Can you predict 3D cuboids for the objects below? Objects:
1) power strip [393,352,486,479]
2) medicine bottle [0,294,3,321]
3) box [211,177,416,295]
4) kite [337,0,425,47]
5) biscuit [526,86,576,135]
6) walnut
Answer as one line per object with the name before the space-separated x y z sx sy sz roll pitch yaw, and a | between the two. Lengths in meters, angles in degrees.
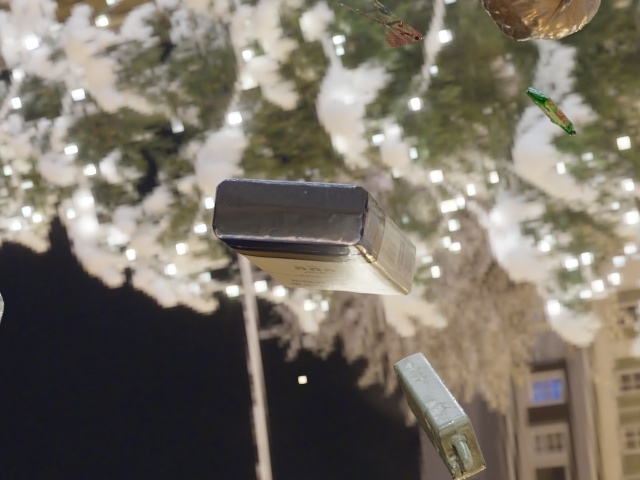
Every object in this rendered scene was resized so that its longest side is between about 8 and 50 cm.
power strip | 0.171 0.255 1.873 0.288 0.053 0.093 -124 13 -67
medicine bottle | -0.328 0.052 1.224 0.090 0.054 0.208 60 -175 -21
box | 0.000 0.000 1.471 0.259 0.168 0.071 46 -130 -69
kite | 0.094 -0.332 2.044 0.005 0.153 0.137 -59 -25 -14
biscuit | 0.299 -0.171 1.735 0.089 0.016 0.046 36 -176 -45
walnut | 0.325 -0.382 2.015 0.178 0.230 0.178 -4 -80 -24
